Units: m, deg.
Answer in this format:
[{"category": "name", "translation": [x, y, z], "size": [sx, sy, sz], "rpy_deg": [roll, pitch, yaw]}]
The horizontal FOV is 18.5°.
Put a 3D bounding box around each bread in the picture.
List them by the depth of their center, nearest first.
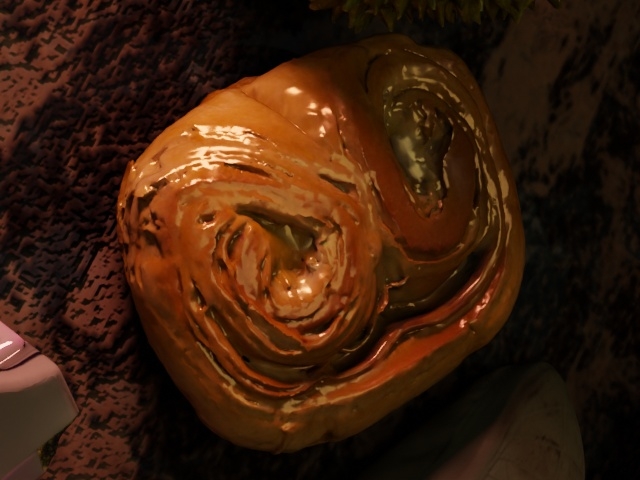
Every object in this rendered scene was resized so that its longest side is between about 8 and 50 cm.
[{"category": "bread", "translation": [0.001, 0.003, 1.054], "size": [0.236, 0.120, 0.198], "rpy_deg": [-29, 106, -27]}]

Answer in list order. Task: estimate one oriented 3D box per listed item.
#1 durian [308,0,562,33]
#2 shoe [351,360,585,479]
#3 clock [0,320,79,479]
[{"category": "durian", "translation": [0.053, -0.233, 1.017], "size": [0.291, 0.224, 0.291], "rpy_deg": [18, 66, -47]}, {"category": "shoe", "translation": [0.068, 0.160, 1.120], "size": [0.251, 0.100, 0.103], "rpy_deg": [-44, 115, -49]}, {"category": "clock", "translation": [-0.257, 0.092, 0.861], "size": [0.253, 0.186, 0.083], "rpy_deg": [-40, 142, -25]}]
